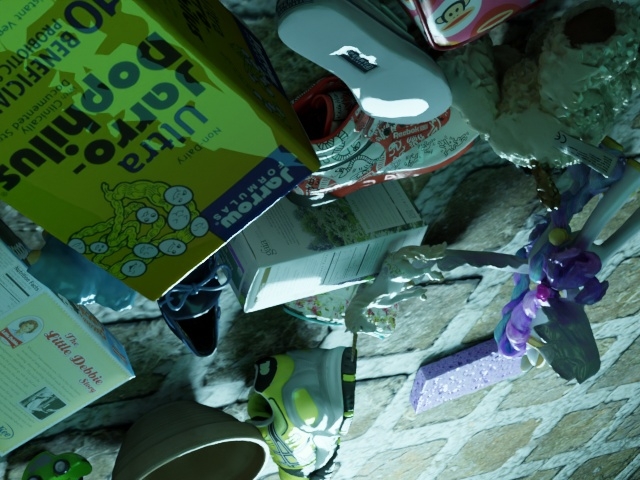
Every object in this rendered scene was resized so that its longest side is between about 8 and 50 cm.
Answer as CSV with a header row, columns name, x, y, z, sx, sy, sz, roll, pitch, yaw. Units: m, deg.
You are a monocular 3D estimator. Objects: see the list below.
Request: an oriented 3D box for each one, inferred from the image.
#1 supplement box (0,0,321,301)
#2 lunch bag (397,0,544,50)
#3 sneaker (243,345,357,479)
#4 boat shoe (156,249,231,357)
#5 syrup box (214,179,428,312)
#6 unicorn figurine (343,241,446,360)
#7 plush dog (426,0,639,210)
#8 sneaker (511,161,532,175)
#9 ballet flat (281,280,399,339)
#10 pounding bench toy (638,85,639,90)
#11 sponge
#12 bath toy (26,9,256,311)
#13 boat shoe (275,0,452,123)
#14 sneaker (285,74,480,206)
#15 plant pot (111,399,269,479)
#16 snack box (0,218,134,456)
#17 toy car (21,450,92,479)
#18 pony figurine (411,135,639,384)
name,x,y,z,sx,sy,sz,roll,pitch,yaw
supplement box,-0.197,-0.145,1.070,0.194,0.195,0.356,-38,134,13
lunch bag,0.194,-0.316,1.318,0.293,0.120,0.258,-32,151,2
sneaker,-0.038,0.255,2.004,0.147,0.145,0.384,7,145,-3
boat shoe,-0.147,0.050,1.603,0.109,0.089,0.258,-27,150,-5
syrup box,0.000,0.000,1.653,0.237,0.093,0.096,-14,147,-26
unicorn figurine,0.088,0.060,1.679,0.111,0.060,0.162,-7,128,-34
plush dog,0.275,-0.173,1.497,0.262,0.210,0.225,-4,-152,43
sneaker,0.257,-0.139,1.686,0.063,0.074,0.170,-25,150,-9
ballet flat,0.030,0.078,1.832,0.241,0.091,0.077,18,95,-58
pounding bench toy,0.403,-0.222,1.699,0.052,0.065,0.083,-39,150,15
sponge,0.250,0.214,2.262,0.210,0.031,0.117,-18,148,-19
bath toy,-0.154,-0.077,1.363,0.129,0.151,0.348,33,119,-10
boat shoe,0.044,-0.202,1.380,0.096,0.088,0.267,-24,148,32
sneaker,0.076,-0.135,1.518,0.270,0.090,0.145,-22,152,-8
plant pot,-0.200,0.302,1.920,0.237,0.109,0.237,-21,148,-14
snack box,-0.357,0.106,1.490,0.187,0.060,0.322,-31,142,1
toy car,-0.416,0.343,1.849,0.225,0.053,0.239,-30,151,-1
pony figurine,0.325,0.036,1.866,0.363,0.303,0.351,-57,152,14
